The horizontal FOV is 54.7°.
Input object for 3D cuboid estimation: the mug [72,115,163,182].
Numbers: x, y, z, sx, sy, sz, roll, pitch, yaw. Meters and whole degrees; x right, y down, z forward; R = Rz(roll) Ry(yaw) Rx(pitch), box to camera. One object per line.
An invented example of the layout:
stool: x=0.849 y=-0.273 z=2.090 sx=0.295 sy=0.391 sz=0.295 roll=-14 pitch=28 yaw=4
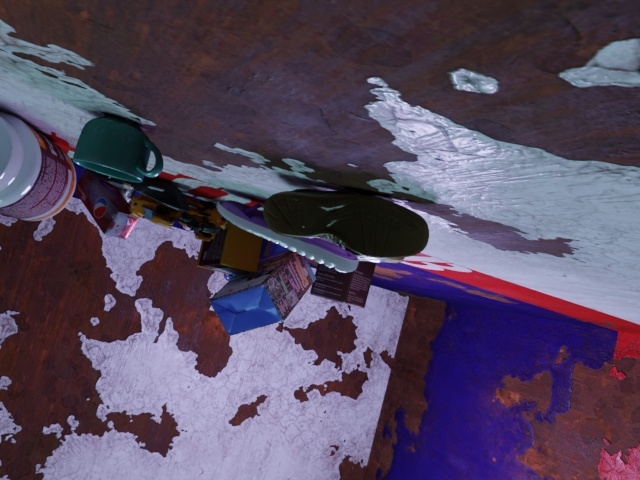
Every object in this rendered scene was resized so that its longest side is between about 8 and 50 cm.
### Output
mug: x=-0.375 y=-0.172 z=1.171 sx=0.157 sy=0.097 sz=0.129 roll=16 pitch=173 yaw=-18

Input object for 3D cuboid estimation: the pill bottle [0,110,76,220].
pill bottle: x=-0.742 y=-0.175 z=1.453 sx=0.224 sy=0.224 sz=0.392 roll=15 pitch=174 yaw=-4

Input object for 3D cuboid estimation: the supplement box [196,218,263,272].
supplement box: x=-0.302 y=0.007 z=2.087 sx=0.129 sy=0.191 sz=0.194 roll=18 pitch=165 yaw=-35

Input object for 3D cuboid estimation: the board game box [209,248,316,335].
board game box: x=-0.187 y=0.164 z=2.074 sx=0.232 sy=0.141 sz=0.291 roll=-18 pitch=-164 yaw=29

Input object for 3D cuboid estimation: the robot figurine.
robot figurine: x=-0.429 y=-0.084 z=1.924 sx=0.291 sy=0.085 sz=0.211 roll=20 pitch=-157 yaw=-5

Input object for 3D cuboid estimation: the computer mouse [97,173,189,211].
computer mouse: x=-0.498 y=-0.158 z=1.769 sx=0.262 sy=0.060 sz=0.184 roll=25 pitch=-175 yaw=0

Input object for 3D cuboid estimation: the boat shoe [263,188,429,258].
boat shoe: x=0.060 y=-0.050 z=1.268 sx=0.342 sy=0.123 sz=0.123 roll=8 pitch=-158 yaw=19

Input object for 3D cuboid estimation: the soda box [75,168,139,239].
soda box: x=-0.679 y=-0.117 z=1.955 sx=0.263 sy=0.092 sz=0.083 roll=45 pitch=-165 yaw=35

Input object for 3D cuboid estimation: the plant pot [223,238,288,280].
plant pot: x=-0.249 y=0.054 z=2.378 sx=0.236 sy=0.236 sz=0.212 roll=14 pitch=167 yaw=12

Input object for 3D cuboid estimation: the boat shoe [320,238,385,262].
boat shoe: x=0.068 y=0.012 z=1.806 sx=0.267 sy=0.096 sz=0.088 roll=12 pitch=169 yaw=18

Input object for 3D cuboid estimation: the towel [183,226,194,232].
towel: x=-0.412 y=-0.070 z=2.256 sx=0.144 sy=0.029 sz=0.197 roll=-21 pitch=171 yaw=3

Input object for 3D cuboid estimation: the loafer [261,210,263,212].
loafer: x=-0.126 y=-0.053 z=1.878 sx=0.148 sy=0.050 sz=0.056 roll=11 pitch=173 yaw=33

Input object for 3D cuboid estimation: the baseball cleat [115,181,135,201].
baseball cleat: x=-0.683 y=-0.170 z=2.093 sx=0.109 sy=0.072 sz=0.206 roll=23 pitch=169 yaw=-13

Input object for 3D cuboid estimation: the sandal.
sandal: x=-0.078 y=-0.040 z=1.679 sx=0.416 sy=0.102 sz=0.169 roll=25 pitch=-170 yaw=3

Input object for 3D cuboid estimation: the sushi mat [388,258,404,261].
sushi mat: x=0.120 y=0.060 z=2.113 sx=0.316 sy=0.019 sz=0.151 roll=3 pitch=177 yaw=-6

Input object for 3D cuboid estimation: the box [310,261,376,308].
box: x=0.091 y=0.143 z=2.415 sx=0.167 sy=0.203 sz=0.168 roll=11 pitch=173 yaw=35
